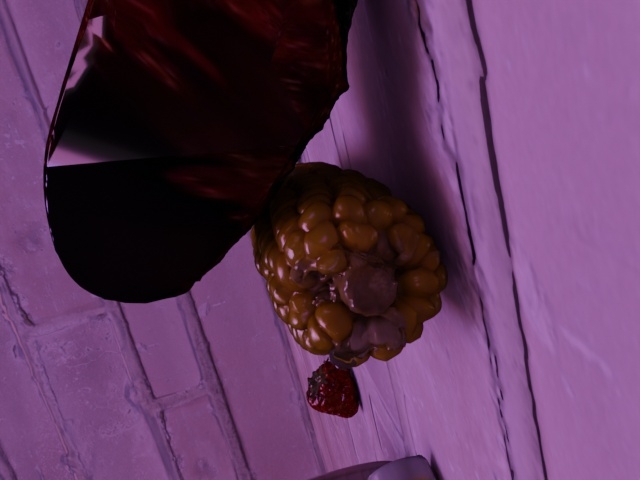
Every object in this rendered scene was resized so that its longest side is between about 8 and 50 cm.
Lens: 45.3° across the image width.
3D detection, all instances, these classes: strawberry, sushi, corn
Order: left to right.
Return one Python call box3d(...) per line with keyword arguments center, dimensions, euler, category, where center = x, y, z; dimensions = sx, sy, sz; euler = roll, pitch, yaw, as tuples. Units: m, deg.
box3d(center=(-0.067, -0.076, 0.413), dimensions=(0.225, 0.136, 0.126), euler=(-61, 8, 27), category="sushi")
box3d(center=(-0.002, -0.004, 0.515), dimensions=(0.313, 0.101, 0.102), euler=(-138, 32, -75), category="corn")
box3d(center=(0.022, 0.200, 1.014), dimensions=(0.083, 0.073, 0.073), euler=(37, -172, -23), category="strawberry")

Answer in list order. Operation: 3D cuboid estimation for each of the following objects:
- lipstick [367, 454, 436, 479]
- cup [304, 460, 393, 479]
box3d(center=(0.103, 0.288, 0.556), dimensions=(0.059, 0.059, 0.264), euler=(81, 170, -50), category="lipstick")
box3d(center=(0.026, 0.392, 0.781), dimensions=(0.288, 0.208, 0.273), euler=(100, 152, -58), category="cup")
